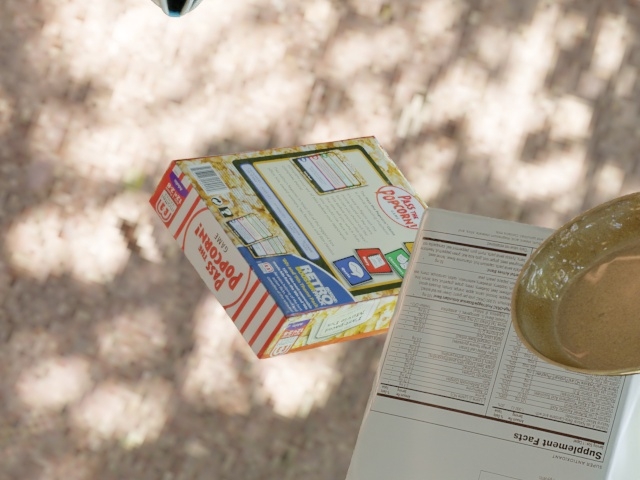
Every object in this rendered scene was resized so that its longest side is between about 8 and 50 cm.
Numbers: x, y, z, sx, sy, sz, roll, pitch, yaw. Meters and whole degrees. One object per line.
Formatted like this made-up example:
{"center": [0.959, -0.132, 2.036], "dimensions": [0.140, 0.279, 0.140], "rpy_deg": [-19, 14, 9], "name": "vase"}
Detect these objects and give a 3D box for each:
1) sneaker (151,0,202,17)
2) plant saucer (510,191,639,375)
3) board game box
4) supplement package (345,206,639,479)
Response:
{"center": [-0.123, -0.219, 1.657], "dimensions": [0.190, 0.071, 0.083], "rpy_deg": [112, -16, -73], "name": "sneaker"}
{"center": [0.102, 0.016, 0.630], "dimensions": [0.083, 0.083, 0.015], "rpy_deg": [-51, 131, -29], "name": "plant saucer"}
{"center": [0.000, 0.000, 1.362], "dimensions": [0.193, 0.147, 0.045], "rpy_deg": [-9, 143, -43], "name": "board game box"}
{"center": [0.130, 0.115, 1.100], "dimensions": [0.194, 0.149, 0.203], "rpy_deg": [35, 69, -57], "name": "supplement package"}
